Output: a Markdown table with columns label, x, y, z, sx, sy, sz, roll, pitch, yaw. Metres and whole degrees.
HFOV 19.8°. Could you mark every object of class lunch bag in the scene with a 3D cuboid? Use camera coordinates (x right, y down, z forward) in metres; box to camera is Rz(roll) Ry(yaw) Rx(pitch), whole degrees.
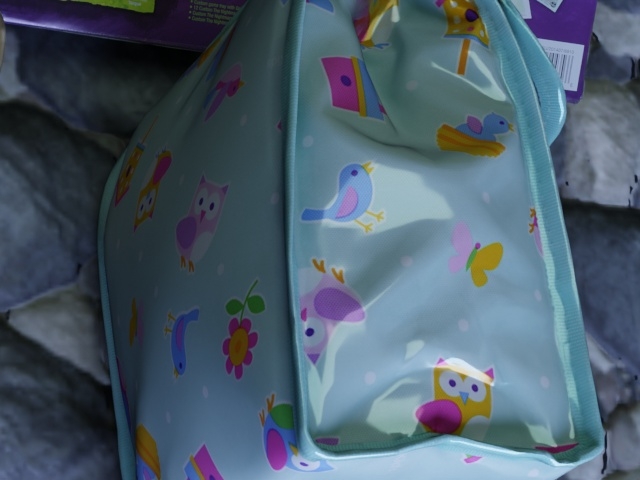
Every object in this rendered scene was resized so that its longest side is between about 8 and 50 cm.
| label | x | y | z | sx | sy | sz | roll | pitch | yaw |
| --- | --- | --- | --- | --- | --- | --- | --- | --- | --- |
| lunch bag | 0.000 | 0.000 | 0.806 | 0.160 | 0.223 | 0.262 | 4 | 66 | -24 |

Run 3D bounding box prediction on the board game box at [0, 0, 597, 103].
| label | x | y | z | sx | sy | sz | roll | pitch | yaw |
| --- | --- | --- | --- | --- | --- | --- | --- | --- | --- |
| board game box | -0.014 | -0.194 | 0.926 | 0.347 | 0.056 | 0.208 | 7 | 102 | -18 |

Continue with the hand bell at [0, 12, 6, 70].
| label | x | y | z | sx | sy | sz | roll | pitch | yaw |
| --- | --- | --- | --- | --- | --- | --- | --- | --- | --- |
| hand bell | -0.280 | -0.109 | 0.837 | 0.242 | 0.126 | 0.126 | 29 | 61 | 9 |
